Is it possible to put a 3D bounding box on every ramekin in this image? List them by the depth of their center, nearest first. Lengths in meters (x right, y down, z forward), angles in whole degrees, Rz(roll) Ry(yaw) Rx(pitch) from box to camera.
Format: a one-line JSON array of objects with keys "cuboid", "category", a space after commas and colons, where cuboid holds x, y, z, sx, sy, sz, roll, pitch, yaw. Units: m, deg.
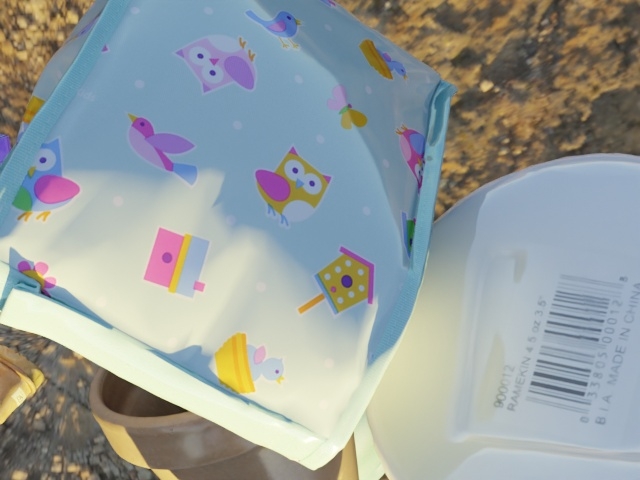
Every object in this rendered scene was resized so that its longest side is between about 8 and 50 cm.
[{"cuboid": [0.160, 0.084, 0.624, 0.277, 0.135, 0.277, -12, 60, 22], "category": "ramekin"}]

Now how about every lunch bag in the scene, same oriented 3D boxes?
[{"cuboid": [-0.059, -0.025, 0.593, 0.223, 0.160, 0.262, 32, 49, -18], "category": "lunch bag"}]

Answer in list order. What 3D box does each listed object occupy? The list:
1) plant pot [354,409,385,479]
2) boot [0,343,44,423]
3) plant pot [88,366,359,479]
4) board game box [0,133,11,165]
[{"cuboid": [0.012, 0.300, 1.775, 0.196, 0.293, 0.293, 45, 77, -27], "category": "plant pot"}, {"cuboid": [-0.519, 0.224, 1.360, 0.236, 0.089, 0.269, 21, 55, 22], "category": "boot"}, {"cuboid": [-0.063, 0.191, 1.072, 0.263, 0.263, 0.229, -29, 113, -14], "category": "plant pot"}, {"cuboid": [-0.550, -0.050, 1.184, 0.347, 0.233, 0.078, -31, 128, -44], "category": "board game box"}]
